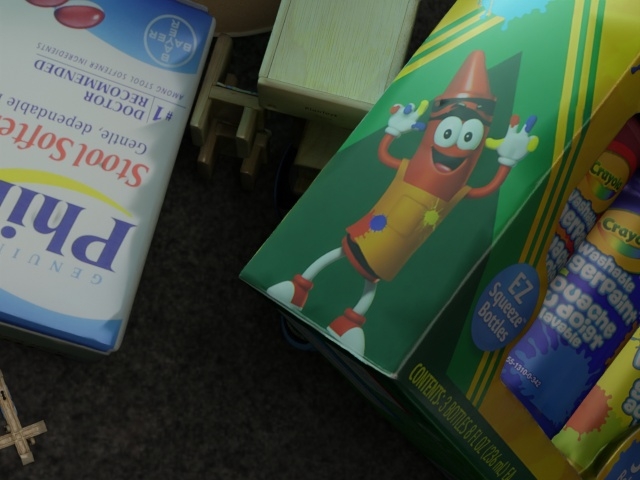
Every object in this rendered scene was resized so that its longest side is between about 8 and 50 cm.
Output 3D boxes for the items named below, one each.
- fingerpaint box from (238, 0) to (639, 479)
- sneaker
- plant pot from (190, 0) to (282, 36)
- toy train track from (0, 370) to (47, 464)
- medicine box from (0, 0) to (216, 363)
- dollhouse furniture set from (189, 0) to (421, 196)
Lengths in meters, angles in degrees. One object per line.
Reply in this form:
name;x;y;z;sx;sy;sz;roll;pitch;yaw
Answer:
fingerpaint box;0.196;0.015;1.213;0.371;0.163;0.445;-51;143;-9
sneaker;0.000;0.000;1.352;0.067;0.078;0.188;4;74;-18
plant pot;-0.077;-0.341;1.299;0.284;0.284;0.191;35;40;-12
toy train track;-0.253;0.143;1.279;0.048;0.014;0.083;-21;89;-21
medicine box;-0.256;-0.076;1.237;0.264;0.149;0.289;19;76;-16
dollhouse furniture set;0.020;-0.134;1.247;0.212;0.242;0.161;15;72;4
